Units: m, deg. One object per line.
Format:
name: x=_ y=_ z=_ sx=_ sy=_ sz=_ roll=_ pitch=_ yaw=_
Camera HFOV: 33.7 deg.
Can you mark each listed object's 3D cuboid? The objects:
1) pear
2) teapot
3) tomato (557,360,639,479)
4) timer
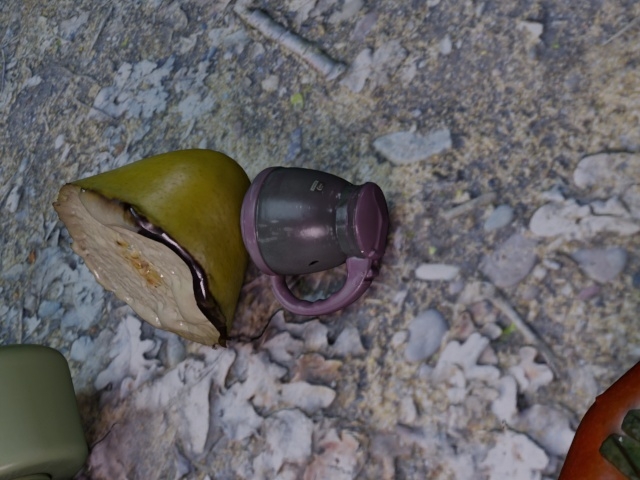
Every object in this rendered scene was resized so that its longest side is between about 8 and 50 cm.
pear: x=-0.151 y=-0.020 z=1.156 sx=0.267 sy=0.267 sz=0.178 roll=14 pitch=57 yaw=44
teapot: x=-0.004 y=-0.006 z=1.084 sx=0.146 sy=0.116 sz=0.148 roll=0 pitch=60 yaw=27
tomato: x=0.276 y=0.173 z=0.657 sx=0.256 sy=0.224 sz=0.255 roll=-25 pitch=48 yaw=31
timer: x=-0.355 y=0.310 z=1.120 sx=0.291 sy=0.291 sz=0.315 roll=-34 pitch=71 yaw=20
